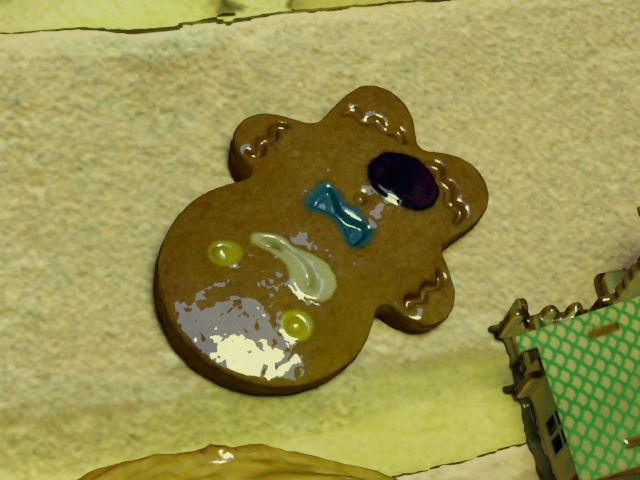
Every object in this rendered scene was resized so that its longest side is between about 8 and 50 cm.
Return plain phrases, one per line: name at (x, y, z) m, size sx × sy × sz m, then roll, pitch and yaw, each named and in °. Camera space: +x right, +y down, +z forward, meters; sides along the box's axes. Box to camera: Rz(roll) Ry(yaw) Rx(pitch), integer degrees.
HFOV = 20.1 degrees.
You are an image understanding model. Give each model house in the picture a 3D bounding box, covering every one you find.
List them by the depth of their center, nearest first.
model house at (0.256, 0.039, 1.067) m, size 0.271 × 0.206 × 0.178 m, roll -2°, pitch 63°, yaw -16°

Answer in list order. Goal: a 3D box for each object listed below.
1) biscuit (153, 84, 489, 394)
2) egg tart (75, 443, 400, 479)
biscuit at (0.000, 0.000, 1.121) m, size 0.180 × 0.039 × 0.236 m, roll 42°, pitch 61°, yaw 8°
egg tart at (-0.036, 0.304, 0.817) m, size 0.443 × 0.178 × 0.443 m, roll 3°, pitch 54°, yaw -4°
